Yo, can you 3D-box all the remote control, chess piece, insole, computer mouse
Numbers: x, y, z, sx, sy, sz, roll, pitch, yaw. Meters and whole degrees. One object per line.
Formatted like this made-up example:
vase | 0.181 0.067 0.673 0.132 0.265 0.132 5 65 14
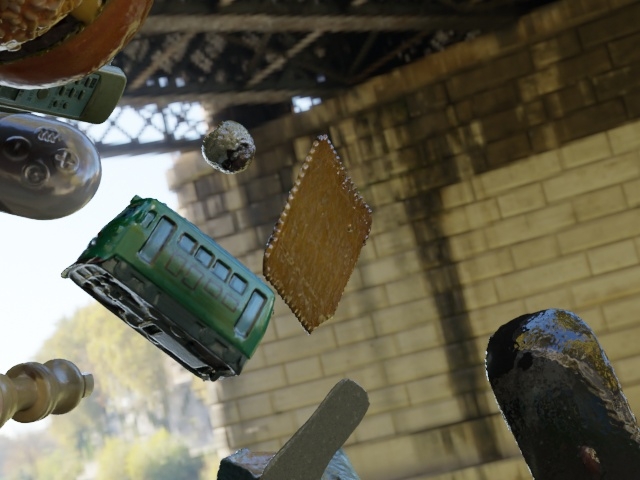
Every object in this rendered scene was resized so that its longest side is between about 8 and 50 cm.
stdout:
remote control | -0.575 -0.148 2.020 0.332 0.221 0.103 12 -33 -7
remote control | -0.396 -0.230 1.593 0.233 0.038 0.098 8 -59 -47
chess piece | -0.487 0.251 1.806 0.117 0.117 0.397 -16 -5 13
insole | -0.015 0.225 1.115 0.192 0.063 0.010 -53 17 -19
computer mouse | 0.331 0.226 1.469 0.168 0.295 0.087 -26 -27 8

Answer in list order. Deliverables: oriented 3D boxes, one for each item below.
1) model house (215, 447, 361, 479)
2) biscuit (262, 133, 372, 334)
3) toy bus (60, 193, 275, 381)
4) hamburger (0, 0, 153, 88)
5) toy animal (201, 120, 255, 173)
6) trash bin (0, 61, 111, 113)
model house | -0.115 0.493 1.859 0.325 0.267 0.194 7 19 -18
biscuit | 0.000 0.000 1.552 0.013 0.237 0.232 8 -29 30
toy bus | -0.250 0.079 1.878 0.343 0.199 0.183 40 -27 -19
hamburger | -0.351 -0.346 1.205 0.330 0.330 0.250 -15 -19 10
toy animal | -0.165 -0.170 1.987 0.098 0.098 0.137 -14 10 1
trash bin | -0.538 -0.430 1.858 0.280 0.432 0.280 -29 7 4
